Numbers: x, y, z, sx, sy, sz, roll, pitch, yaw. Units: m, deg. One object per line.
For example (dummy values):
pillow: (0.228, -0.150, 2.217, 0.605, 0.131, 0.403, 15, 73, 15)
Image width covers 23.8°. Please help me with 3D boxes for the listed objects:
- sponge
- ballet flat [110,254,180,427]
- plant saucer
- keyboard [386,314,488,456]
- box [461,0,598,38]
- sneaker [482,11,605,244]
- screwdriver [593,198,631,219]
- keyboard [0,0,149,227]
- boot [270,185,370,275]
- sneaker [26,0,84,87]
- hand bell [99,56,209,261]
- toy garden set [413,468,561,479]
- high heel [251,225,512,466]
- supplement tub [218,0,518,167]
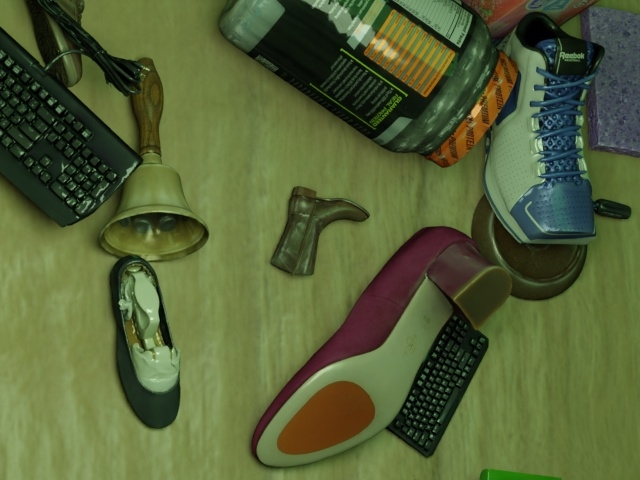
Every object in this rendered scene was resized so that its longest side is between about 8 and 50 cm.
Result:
sponge: (0.425, -0.220, 2.119, 0.117, 0.031, 0.210, 6, 74, -23)
ballet flat: (-0.198, 0.112, 1.734, 0.074, 0.074, 0.203, -8, 79, -25)
plant saucer: (0.280, -0.007, 1.990, 0.168, 0.029, 0.168, 5, 75, -18)
keyboard: (0.136, 0.168, 1.892, 0.108, 0.023, 0.180, 36, 64, -11)
box: (0.305, -0.382, 1.960, 0.142, 0.300, 0.154, -10, 81, -27)
sneaker: (0.285, -0.162, 1.931, 0.127, 0.182, 0.316, -2, 66, -18)
screwdriver: (0.341, -0.053, 2.049, 0.169, 0.025, 0.024, 11, 72, -12)
keyboard: (-0.327, -0.182, 1.720, 0.317, 0.033, 0.201, 42, 81, 4)
boot: (0.000, 0.000, 1.869, 0.106, 0.037, 0.114, 16, 66, -5)
sneaker: (-0.305, -0.276, 1.795, 0.071, 0.066, 0.188, -18, 84, -28)
hand bell: (-0.203, -0.109, 1.792, 0.126, 0.126, 0.242, 5, 61, -22)
toy garden set: (0.194, 0.402, 1.841, 0.203, 0.049, 0.244, 10, 73, -23)
high heel: (0.052, 0.126, 1.853, 0.377, 0.181, 0.127, -34, 119, -11)
supplement tub: (0.062, -0.248, 1.870, 0.338, 0.207, 0.207, 34, 65, -12)
